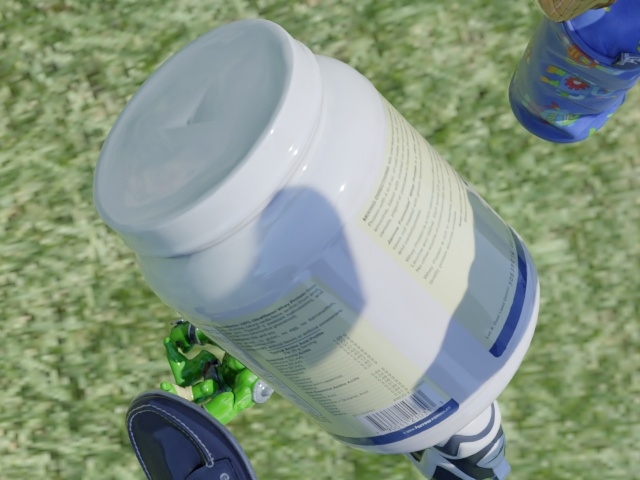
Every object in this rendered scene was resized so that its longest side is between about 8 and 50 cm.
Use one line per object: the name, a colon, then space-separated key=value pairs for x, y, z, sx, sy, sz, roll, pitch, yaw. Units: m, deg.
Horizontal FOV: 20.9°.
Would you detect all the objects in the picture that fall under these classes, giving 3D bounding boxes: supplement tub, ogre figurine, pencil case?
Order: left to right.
ogre figurine: x=-0.113 y=0.144 z=1.944 sx=0.197 sy=0.118 sz=0.096 roll=-88 pitch=156 yaw=-73
supplement tub: x=0.000 y=0.000 z=1.384 sx=0.325 sy=0.235 sz=0.235 roll=43 pitch=55 yaw=-35
pencil case: x=0.284 y=-0.194 z=1.813 sx=0.133 sy=0.306 sz=0.119 roll=20 pitch=77 yaw=1

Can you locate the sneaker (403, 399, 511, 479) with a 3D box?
sneaker: x=0.082 y=0.157 z=1.581 sx=0.094 sy=0.235 sz=0.153 roll=-54 pitch=137 yaw=-23

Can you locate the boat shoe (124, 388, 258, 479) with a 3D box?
boat shoe: x=-0.085 y=0.205 z=1.334 sx=0.206 sy=0.075 sz=0.065 roll=54 pitch=21 yaw=1

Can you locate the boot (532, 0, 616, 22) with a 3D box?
boot: x=0.160 y=-0.278 z=1.423 sx=0.203 sy=0.095 sz=0.262 roll=41 pitch=24 yaw=13
